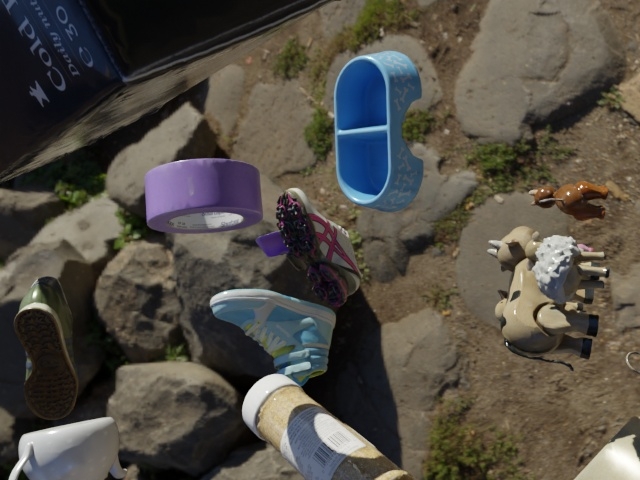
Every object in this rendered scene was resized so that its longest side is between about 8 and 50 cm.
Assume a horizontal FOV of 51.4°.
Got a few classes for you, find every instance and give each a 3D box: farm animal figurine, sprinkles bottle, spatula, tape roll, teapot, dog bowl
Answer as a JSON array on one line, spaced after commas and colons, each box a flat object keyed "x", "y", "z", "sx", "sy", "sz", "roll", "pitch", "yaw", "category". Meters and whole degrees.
[{"x": 0.355, "y": 0.071, "z": 1.086, "sx": 0.172, "sy": 0.326, "sz": 0.330, "roll": 6, "pitch": 127, "yaw": 17, "category": "farm animal figurine"}, {"x": 0.003, "y": 0.363, "z": 1.158, "sx": 0.355, "sy": 0.121, "sz": 0.121, "roll": 26, "pitch": 102, "yaw": 47, "category": "sprinkles bottle"}, {"x": -0.082, "y": 0.035, "z": 1.703, "sx": 0.084, "sy": 0.296, "sz": 0.030, "roll": -18, "pitch": 71, "yaw": 8, "category": "spatula"}, {"x": -0.190, "y": -0.068, "z": 1.091, "sx": 0.189, "sy": 0.189, "sz": 0.080, "roll": -15, "pitch": 77, "yaw": 42, "category": "tape roll"}, {"x": -0.617, "y": 0.551, "z": 1.644, "sx": 0.252, "sy": 0.256, "sz": 0.187, "roll": 141, "pitch": 121, "yaw": -69, "category": "teapot"}, {"x": 0.099, "y": -0.197, "z": 1.215, "sx": 0.166, "sy": 0.074, "sz": 0.297, "roll": 4, "pitch": 98, "yaw": 46, "category": "dog bowl"}]

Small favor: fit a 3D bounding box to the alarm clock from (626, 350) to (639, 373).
[{"x": 0.550, "y": 0.182, "z": 1.004, "sx": 0.064, "sy": 0.192, "sz": 0.129, "roll": 102, "pitch": 163, "yaw": -50, "category": "alarm clock"}]

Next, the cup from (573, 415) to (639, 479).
[{"x": 0.508, "y": 0.404, "z": 0.982, "sx": 0.237, "sy": 0.331, "sz": 0.331, "roll": 43, "pitch": 113, "yaw": 27, "category": "cup"}]

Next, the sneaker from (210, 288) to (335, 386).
[{"x": -0.110, "y": 0.237, "z": 1.554, "sx": 0.127, "sy": 0.319, "sz": 0.208, "roll": 136, "pitch": 142, "yaw": -55, "category": "sneaker"}]

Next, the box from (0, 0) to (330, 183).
[{"x": -0.287, "y": -0.354, "z": 0.664, "sx": 0.472, "sy": 0.297, "sz": 0.479, "roll": -9, "pitch": 113, "yaw": 53, "category": "box"}]

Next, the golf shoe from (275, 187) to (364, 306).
[{"x": 0.000, "y": 0.000, "z": 0.956, "sx": 0.068, "sy": 0.086, "sz": 0.186, "roll": -6, "pitch": 119, "yaw": 45, "category": "golf shoe"}]

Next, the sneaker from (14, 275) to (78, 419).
[{"x": -0.332, "y": 0.129, "z": 0.824, "sx": 0.086, "sy": 0.064, "sz": 0.192, "roll": -103, "pitch": 17, "yaw": -52, "category": "sneaker"}]
